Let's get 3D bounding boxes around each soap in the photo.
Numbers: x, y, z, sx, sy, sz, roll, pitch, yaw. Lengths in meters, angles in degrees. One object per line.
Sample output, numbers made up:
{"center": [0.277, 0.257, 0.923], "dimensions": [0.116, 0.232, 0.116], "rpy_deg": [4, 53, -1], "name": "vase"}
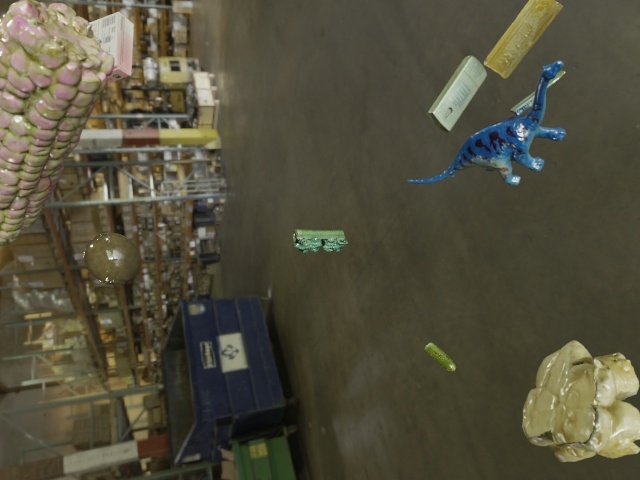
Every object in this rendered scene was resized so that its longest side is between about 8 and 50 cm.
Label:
{"center": [0.619, -0.632, 1.573], "dimensions": [0.092, 0.037, 0.252], "rpy_deg": [42, 122, 12], "name": "soap"}

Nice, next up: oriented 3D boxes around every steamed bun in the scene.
{"center": [0.417, 0.253, 0.797], "dimensions": [0.177, 0.106, 0.192], "rpy_deg": [123, 170, -63], "name": "steamed bun"}

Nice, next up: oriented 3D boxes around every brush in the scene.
{"center": [0.650, -0.435, 1.515], "dimensions": [0.030, 0.178, 0.033], "rpy_deg": [49, -162, -9], "name": "brush"}

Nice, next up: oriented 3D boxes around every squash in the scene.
{"center": [0.275, 0.267, 1.155], "dimensions": [0.083, 0.027, 0.028], "rpy_deg": [39, 133, 44], "name": "squash"}

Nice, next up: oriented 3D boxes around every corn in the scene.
{"center": [-0.325, -0.109, 0.530], "dimensions": [0.335, 0.126, 0.127], "rpy_deg": [-39, 53, 37], "name": "corn"}

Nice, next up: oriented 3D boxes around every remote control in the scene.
{"center": [0.422, -0.450, 1.565], "dimensions": [0.234, 0.098, 0.038], "rpy_deg": [-56, 29, -5], "name": "remote control"}

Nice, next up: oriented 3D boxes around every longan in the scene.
{"center": [-0.667, 0.064, 1.644], "dimensions": [0.184, 0.159, 0.204], "rpy_deg": [33, 157, 15], "name": "longan"}

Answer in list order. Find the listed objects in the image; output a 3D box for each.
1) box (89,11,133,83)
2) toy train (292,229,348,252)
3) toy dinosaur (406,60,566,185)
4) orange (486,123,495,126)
{"center": [-0.424, -0.383, 1.021], "dimensions": [0.043, 0.089, 0.125], "rpy_deg": [30, -125, -64], "name": "box"}
{"center": [0.000, 0.000, 1.348], "dimensions": [0.071, 0.147, 0.038], "rpy_deg": [-109, 25, -52], "name": "toy train"}
{"center": [0.295, -0.148, 0.822], "dimensions": [0.329, 0.144, 0.076], "rpy_deg": [-39, 36, 53], "name": "toy dinosaur"}
{"center": [0.564, -0.338, 1.660], "dimensions": [0.086, 0.062, 0.086], "rpy_deg": [25, 141, 22], "name": "orange"}
